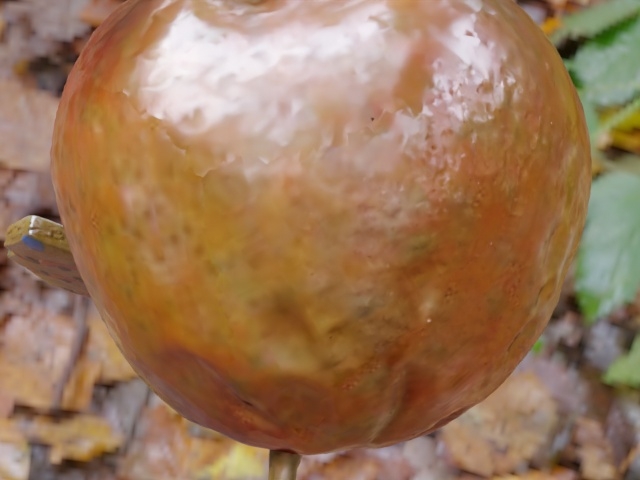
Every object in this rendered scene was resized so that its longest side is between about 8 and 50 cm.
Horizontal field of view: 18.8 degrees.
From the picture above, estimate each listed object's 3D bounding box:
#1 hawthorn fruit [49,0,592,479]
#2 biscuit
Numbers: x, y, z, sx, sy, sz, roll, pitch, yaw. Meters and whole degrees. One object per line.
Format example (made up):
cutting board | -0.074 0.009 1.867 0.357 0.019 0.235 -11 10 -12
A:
hawthorn fruit | 0.000 0.000 0.997 0.277 0.298 0.277 4 -3 0
biscuit | -0.143 0.015 1.144 0.119 0.130 0.019 9 73 27
